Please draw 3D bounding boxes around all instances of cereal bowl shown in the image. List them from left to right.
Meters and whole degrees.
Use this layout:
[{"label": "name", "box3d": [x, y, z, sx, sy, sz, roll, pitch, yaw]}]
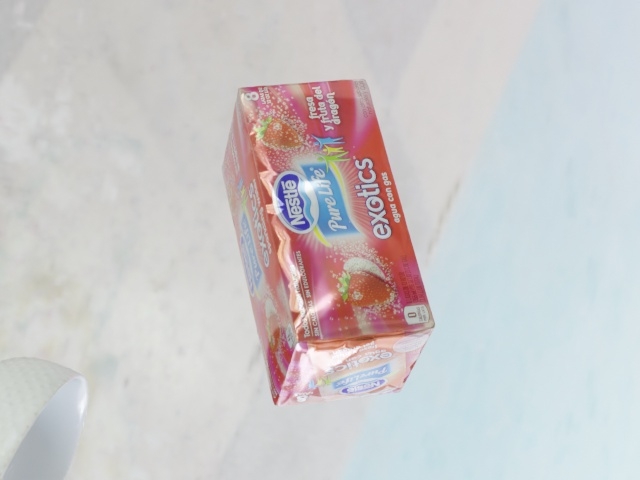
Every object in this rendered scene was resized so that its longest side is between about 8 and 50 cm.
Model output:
[{"label": "cereal bowl", "box3d": [-0.399, 0.280, 1.761, 0.339, 0.141, 0.339, 22, 90, -84]}]

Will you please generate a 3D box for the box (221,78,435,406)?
[{"label": "box", "box3d": [0.000, 0.000, 1.341, 0.128, 0.123, 0.256, 108, -28, -58]}]
